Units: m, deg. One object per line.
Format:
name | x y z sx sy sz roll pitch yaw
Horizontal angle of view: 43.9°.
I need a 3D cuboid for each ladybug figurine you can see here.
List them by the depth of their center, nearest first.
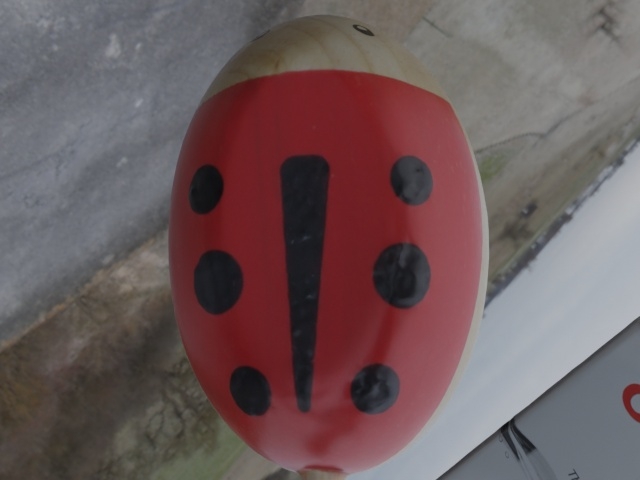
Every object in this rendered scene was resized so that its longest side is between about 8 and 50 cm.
ladybug figurine | 0.000 0.000 0.716 0.305 0.449 0.162 -5 172 7

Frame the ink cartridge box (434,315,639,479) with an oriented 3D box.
ink cartridge box | 0.176 0.179 0.429 0.114 0.197 0.273 -11 149 -34
